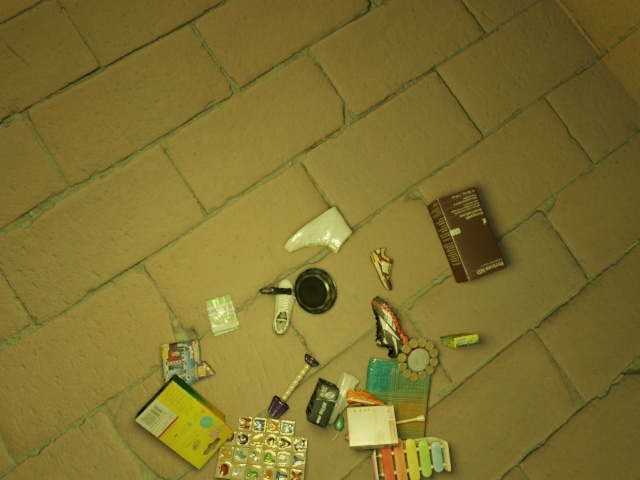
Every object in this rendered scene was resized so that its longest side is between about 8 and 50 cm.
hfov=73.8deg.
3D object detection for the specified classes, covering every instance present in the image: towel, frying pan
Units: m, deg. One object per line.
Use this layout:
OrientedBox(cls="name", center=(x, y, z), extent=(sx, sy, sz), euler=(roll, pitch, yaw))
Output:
OrientedBox(cls="towel", center=(0.314, 0.687, 1.781), extent=(0.271, 0.040, 0.370), euler=(8, 82, -3))
OrientedBox(cls="towel", center=(-0.410, 0.310, 1.775), extent=(0.113, 0.023, 0.152), euler=(-16, 83, -9))
OrientedBox(cls="frying pan", center=(-0.078, 0.235, 1.766), extent=(0.326, 0.053, 0.197), euler=(-22, 85, -26))

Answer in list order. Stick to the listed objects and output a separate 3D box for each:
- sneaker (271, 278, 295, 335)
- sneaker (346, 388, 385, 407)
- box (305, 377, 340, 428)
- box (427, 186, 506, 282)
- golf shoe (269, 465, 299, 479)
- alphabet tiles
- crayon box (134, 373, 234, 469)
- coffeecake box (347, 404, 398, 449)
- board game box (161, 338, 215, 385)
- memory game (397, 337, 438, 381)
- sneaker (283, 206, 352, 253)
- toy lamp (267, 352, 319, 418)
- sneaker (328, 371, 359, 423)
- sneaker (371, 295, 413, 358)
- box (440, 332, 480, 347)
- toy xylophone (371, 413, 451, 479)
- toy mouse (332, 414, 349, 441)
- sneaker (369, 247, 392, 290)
OrientedBox(cls="sneaker", center=(-0.150, 0.276, 1.771), extent=(0.090, 0.095, 0.235), euler=(5, 78, -3))
OrientedBox(cls="sneaker", center=(0.187, 0.636, 1.721), extent=(0.175, 0.064, 0.067), euler=(22, 45, -18))
OrientedBox(cls="box", center=(0.007, 0.637, 1.684), extent=(0.077, 0.180, 0.147), euler=(24, 79, 0))
OrientedBox(cls="box", center=(0.636, -0.022, 1.876), extent=(0.191, 0.143, 0.382), euler=(-19, 85, -9))
OrientedBox(cls="golf shoe", center=(-0.170, 0.919, 1.692), extent=(0.176, 0.069, 0.086), euler=(-21, 64, -11))
OrientedBox(cls="alphabet tiles", center=(-0.229, 0.850, 1.671), extent=(0.342, 0.011, 0.285), euler=(6, 67, 0))
OrientedBox(cls="crayon box", center=(-0.516, 0.699, 1.644), extent=(0.202, 0.081, 0.318), euler=(-46, 100, -5))
OrientedBox(cls="coffeecake box", center=(0.202, 0.732, 1.671), extent=(0.185, 0.068, 0.142), euler=(-5, 51, 3))
OrientedBox(cls="board game box", center=(-0.527, 0.500, 1.715), extent=(0.194, 0.060, 0.194), euler=(-7, 82, -8))
OrientedBox(cls="memory game", center=(0.404, 0.492, 1.765), extent=(0.186, 0.012, 0.186), euler=(-2, 96, -14))
OrientedBox(cls="sneaker", center=(0.000, 0.000, 1.823), extent=(0.292, 0.108, 0.169), euler=(-36, 83, -11))
OrientedBox(cls="toy lamp", center=(-0.113, 0.592, 1.732), extent=(0.080, 0.080, 0.275), euler=(36, 80, 1))
OrientedBox(cls="sneaker", center=(0.096, 0.657, 1.748), extent=(0.094, 0.080, 0.212), euler=(27, 78, -13))
OrientedBox(cls="sneaker", center=(0.275, 0.374, 1.795), extent=(0.135, 0.097, 0.276), euler=(-29, 86, -12))
OrientedBox(cls="box", center=(0.581, 0.416, 1.777), extent=(0.105, 0.179, 0.043), euler=(-8, 82, -7))
OrientedBox(cls="toy xylophone", center=(0.349, 0.841, 1.705), extent=(0.322, 0.081, 0.236), euler=(-14, 84, -7))
OrientedBox(cls="toy mouse", center=(0.106, 0.769, 1.738), extent=(0.143, 0.031, 0.161), euler=(-33, 74, -6))
OrientedBox(cls="sneaker", center=(0.284, 0.124, 1.850), extent=(0.083, 0.069, 0.186), euler=(-23, 85, -3))
